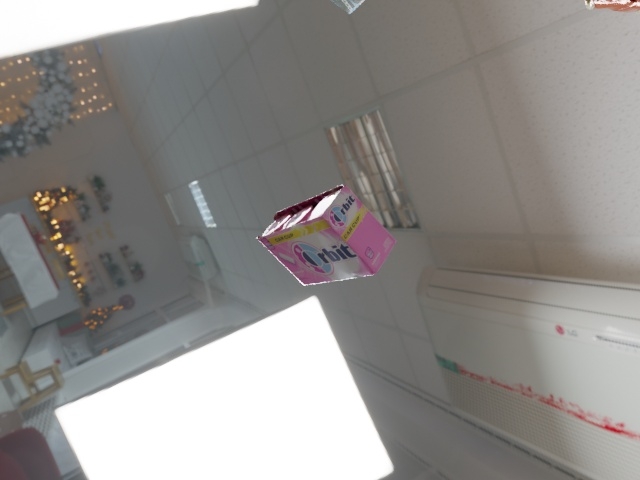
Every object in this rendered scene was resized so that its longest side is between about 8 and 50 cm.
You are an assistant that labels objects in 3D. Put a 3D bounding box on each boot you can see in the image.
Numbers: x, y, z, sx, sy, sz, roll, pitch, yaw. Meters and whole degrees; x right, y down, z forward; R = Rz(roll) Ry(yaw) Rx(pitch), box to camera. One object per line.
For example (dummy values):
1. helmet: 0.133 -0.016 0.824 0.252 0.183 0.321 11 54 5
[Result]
1. boot: 0.347 -0.288 0.605 0.085 0.158 0.059 9 -76 16

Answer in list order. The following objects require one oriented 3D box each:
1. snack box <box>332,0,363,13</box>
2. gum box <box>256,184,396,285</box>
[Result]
1. snack box: 0.103 -0.472 0.831 0.060 0.187 0.322 33 8 -14
2. gum box: 0.000 0.000 0.748 0.107 0.062 0.188 46 -30 -18
